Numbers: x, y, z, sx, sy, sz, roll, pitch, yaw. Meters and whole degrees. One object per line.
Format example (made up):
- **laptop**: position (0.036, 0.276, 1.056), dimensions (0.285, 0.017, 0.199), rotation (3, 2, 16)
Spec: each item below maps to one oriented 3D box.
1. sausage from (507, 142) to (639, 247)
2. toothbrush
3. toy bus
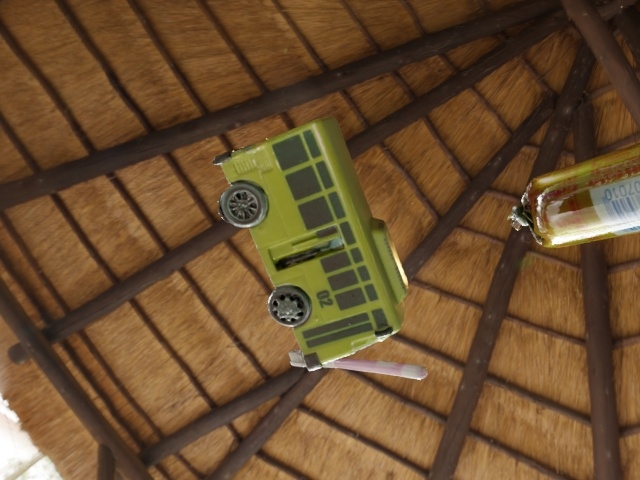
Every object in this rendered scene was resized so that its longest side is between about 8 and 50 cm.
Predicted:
- **sausage**: position (0.284, -0.053, 0.327), dimensions (0.372, 0.082, 0.082), rotation (-21, -79, 56)
- **toothbrush**: position (0.040, 0.181, 0.719), dimensions (0.286, 0.020, 0.025), rotation (-11, -82, 50)
- **toy bus**: position (0.000, 0.000, 0.373), dimensions (0.101, 0.088, 0.175), rotation (-20, -78, 13)
